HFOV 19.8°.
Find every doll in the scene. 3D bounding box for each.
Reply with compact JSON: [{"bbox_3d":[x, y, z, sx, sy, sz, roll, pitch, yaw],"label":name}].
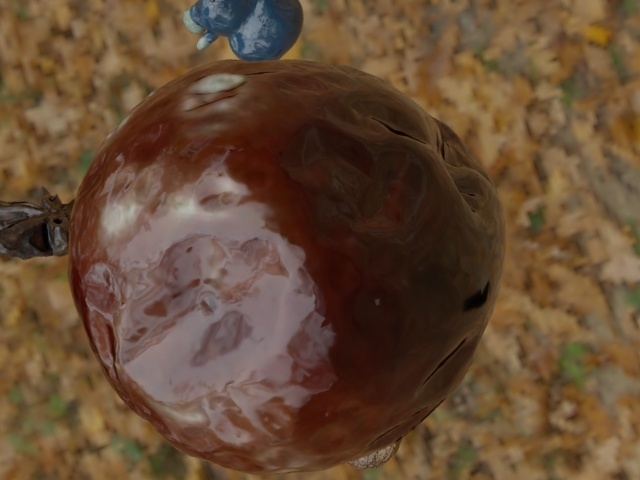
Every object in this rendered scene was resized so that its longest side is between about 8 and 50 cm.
[{"bbox_3d":[-0.056,-0.163,1.355,0.076,0.083,0.050,-57,20,18],"label":"doll"}]

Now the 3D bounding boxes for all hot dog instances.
[{"bbox_3d":[0.063,0.228,2.101,0.035,0.083,0.058,38,-162,-34],"label":"hot dog"}]

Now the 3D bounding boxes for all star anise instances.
[{"bbox_3d":[-0.208,-0.012,1.492,0.141,0.141,0.042,21,121,53],"label":"star anise"}]

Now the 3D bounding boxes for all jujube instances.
[{"bbox_3d":[0.000,0.000,0.747,0.168,0.236,0.168,7,106,25],"label":"jujube"}]
